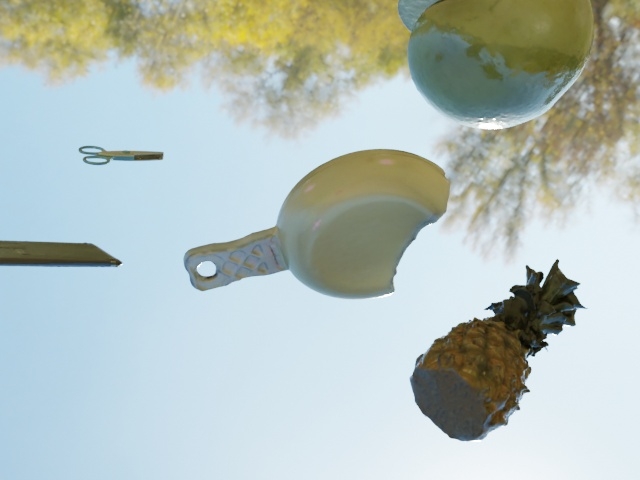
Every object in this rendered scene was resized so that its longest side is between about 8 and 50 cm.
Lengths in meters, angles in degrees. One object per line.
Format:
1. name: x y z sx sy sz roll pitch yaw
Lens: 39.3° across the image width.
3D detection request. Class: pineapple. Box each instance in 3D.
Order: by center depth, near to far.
1. pineapple: 0.216 0.120 1.039 0.128 0.128 0.248 38 -127 20

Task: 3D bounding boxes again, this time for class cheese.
1. cheese: -0.005 -0.016 0.872 0.249 0.163 0.071 2 -146 -11

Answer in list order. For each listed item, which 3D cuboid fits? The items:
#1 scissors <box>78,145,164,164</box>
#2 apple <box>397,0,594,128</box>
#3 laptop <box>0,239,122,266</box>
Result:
1. scissors: -0.281 -0.121 1.272 0.119 0.014 0.058 -3 -148 -28
2. apple: 0.256 -0.309 1.320 0.254 0.292 0.292 31 -160 -35
3. laptop: -0.352 0.016 1.119 0.180 0.016 0.129 3 -171 -32
